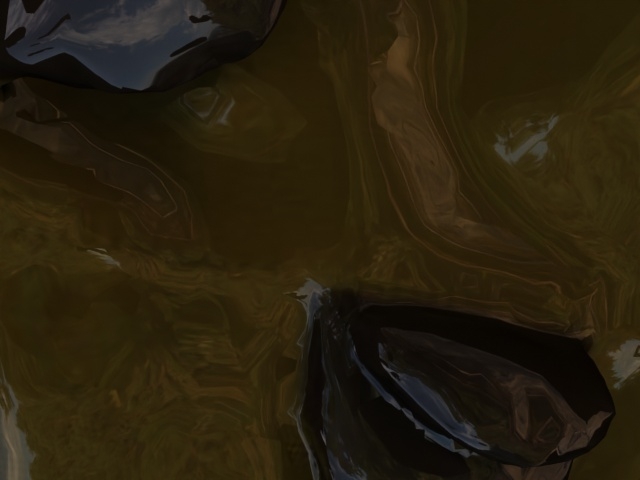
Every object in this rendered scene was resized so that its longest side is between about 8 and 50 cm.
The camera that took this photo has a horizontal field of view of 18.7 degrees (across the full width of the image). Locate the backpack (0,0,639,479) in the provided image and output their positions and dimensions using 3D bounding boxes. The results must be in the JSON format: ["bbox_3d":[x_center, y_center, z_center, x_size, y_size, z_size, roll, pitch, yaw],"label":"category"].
[{"bbox_3d":[-0.001,0.000,0.454,0.201,0.353,0.378,0,84,63],"label":"backpack"}]
